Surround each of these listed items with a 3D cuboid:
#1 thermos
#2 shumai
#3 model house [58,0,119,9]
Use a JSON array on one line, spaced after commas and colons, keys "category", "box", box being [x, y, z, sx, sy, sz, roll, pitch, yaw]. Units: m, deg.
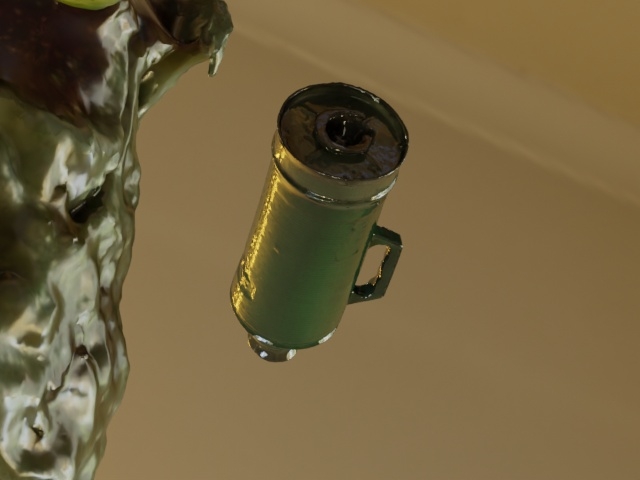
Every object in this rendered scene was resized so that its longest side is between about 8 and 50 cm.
[{"category": "thermos", "box": [-0.005, -0.002, 1.139, 0.083, 0.188, 0.073, -24, -119, -33]}, {"category": "shumai", "box": [-0.157, -0.042, 0.928, 0.330, 0.292, 0.288, 46, -131, 14]}, {"category": "model house", "box": [-0.122, -0.218, 0.574, 0.237, 0.303, 0.215, 19, -146, -15]}]
